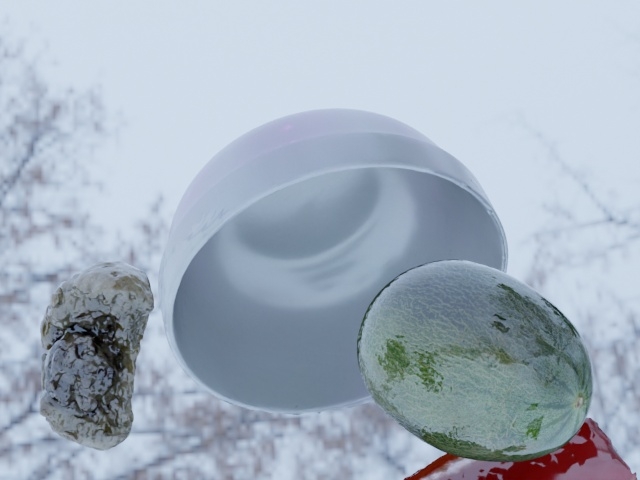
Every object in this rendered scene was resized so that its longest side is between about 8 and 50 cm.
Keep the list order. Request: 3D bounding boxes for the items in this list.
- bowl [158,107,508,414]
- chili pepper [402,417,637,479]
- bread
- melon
[{"bbox_3d":[0.000,0.000,1.458,0.287,0.143,0.287,-9,-45,-10],"label":"bowl"},{"bbox_3d":[0.050,0.239,1.116,0.338,0.131,0.134,-33,-54,-21],"label":"chili pepper"},{"bbox_3d":[-0.138,0.065,1.048,0.060,0.082,0.113,6,-81,-16],"label":"bread"},{"bbox_3d":[0.088,0.070,1.049,0.114,0.167,0.114,-17,-62,-35],"label":"melon"}]
